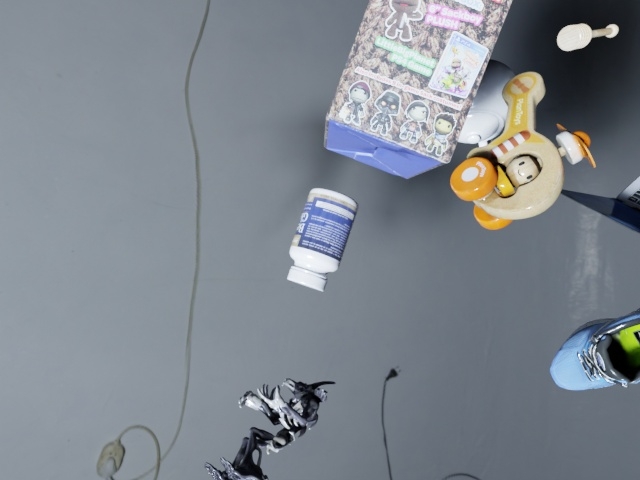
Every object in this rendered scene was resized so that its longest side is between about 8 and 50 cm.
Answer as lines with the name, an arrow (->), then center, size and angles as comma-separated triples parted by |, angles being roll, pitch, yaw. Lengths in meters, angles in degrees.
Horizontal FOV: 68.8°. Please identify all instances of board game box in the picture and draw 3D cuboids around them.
board game box -> 0.120, -0.244, 0.592 | 0.141, 0.232, 0.291 | 21, 92, -2

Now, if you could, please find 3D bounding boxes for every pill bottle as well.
pill bottle -> 0.000, 0.000, 0.835 | 0.094, 0.094, 0.169 | 22, 81, -22

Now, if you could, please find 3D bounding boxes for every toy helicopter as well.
toy helicopter -> 0.404, -0.199, 0.909 | 0.140, 0.235, 0.355 | 39, 56, -38

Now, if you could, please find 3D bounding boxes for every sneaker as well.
sneaker -> 0.540, 0.204, 0.873 | 0.147, 0.330, 0.129 | -12, 62, -26

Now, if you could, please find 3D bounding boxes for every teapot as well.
teapot -> 0.417, -0.347, 1.272 | 0.256, 0.252, 0.187 | 8, 71, -11

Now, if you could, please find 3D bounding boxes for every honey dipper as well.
honey dipper -> 0.366, -0.277, 0.632 | 0.161, 0.030, 0.030 | -24, 102, -38

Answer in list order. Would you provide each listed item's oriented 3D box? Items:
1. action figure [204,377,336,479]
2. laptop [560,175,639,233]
action figure -> -0.090, 0.339, 0.899 | 0.141, 0.164, 0.276 | 46, 47, 6
laptop -> 0.824, -0.108, 1.009 | 0.408, 0.382, 0.236 | -43, 129, 3
